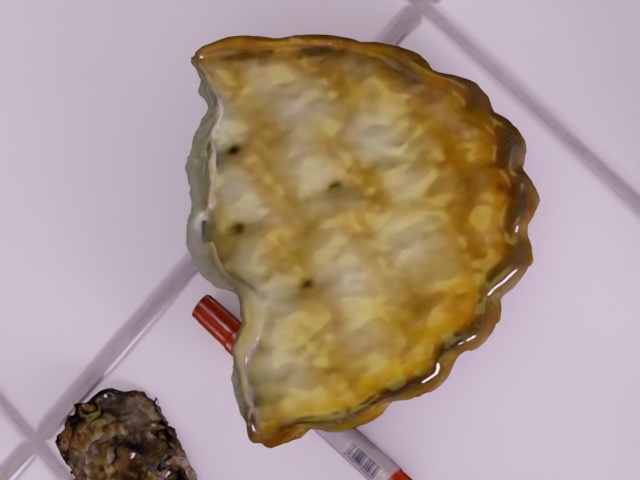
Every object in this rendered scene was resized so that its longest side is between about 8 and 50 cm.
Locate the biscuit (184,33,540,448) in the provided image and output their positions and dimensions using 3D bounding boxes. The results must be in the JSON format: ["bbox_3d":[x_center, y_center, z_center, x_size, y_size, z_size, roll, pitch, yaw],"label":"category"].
[{"bbox_3d":[0.000,0.000,1.391,0.329,0.078,0.335,24,86,20],"label":"biscuit"}]

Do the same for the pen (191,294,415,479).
[{"bbox_3d":[-0.017,0.127,1.415,0.239,0.028,0.028,41,98,20],"label":"pen"}]

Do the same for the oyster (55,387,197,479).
[{"bbox_3d":[-0.157,0.205,1.449,0.105,0.056,0.177,-30,69,7],"label":"oyster"}]
